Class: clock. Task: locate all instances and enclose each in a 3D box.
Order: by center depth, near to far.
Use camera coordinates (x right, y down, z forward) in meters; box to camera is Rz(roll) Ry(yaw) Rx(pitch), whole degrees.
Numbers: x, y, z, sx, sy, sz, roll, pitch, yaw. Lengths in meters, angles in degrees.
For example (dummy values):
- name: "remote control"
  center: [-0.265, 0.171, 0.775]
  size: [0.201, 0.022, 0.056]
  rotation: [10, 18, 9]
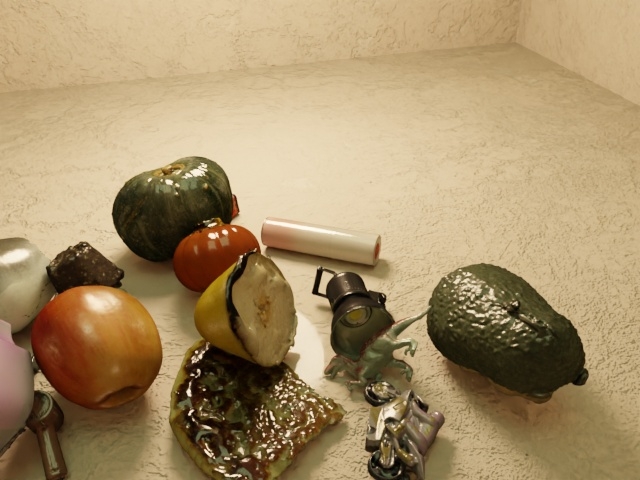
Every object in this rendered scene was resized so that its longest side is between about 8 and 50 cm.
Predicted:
- name: "clock"
  center: [-0.683, 0.296, 1.003]
  size: [0.339, 0.102, 0.338]
  rotation: [-11, 58, 19]

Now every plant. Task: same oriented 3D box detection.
- name: "plant"
  center: [-0.556, 0.107, 1.338]
  size: [0.132, 0.194, 0.129]
  rotation: [-17, 26, 25]

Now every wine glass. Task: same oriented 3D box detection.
- name: "wine glass"
  center: [-0.783, 0.141, 1.262]
  size: [0.238, 0.237, 0.323]
  rotation: [17, 36, 25]

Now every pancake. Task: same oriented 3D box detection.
- name: "pancake"
  center: [-0.156, 0.319, 1.122]
  size: [0.305, 0.066, 0.427]
  rotation: [-16, 35, -32]

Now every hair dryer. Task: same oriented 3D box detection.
- name: "hair dryer"
  center: [-0.504, 0.377, 1.028]
  size: [0.064, 0.117, 0.181]
  rotation: [-17, 61, -22]

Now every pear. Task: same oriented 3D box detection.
- name: "pear"
  center: [-0.179, 0.157, 1.174]
  size: [0.178, 0.266, 0.267]
  rotation: [-15, 30, 22]

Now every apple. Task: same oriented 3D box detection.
- name: "apple"
  center: [-0.445, 0.224, 1.113]
  size: [0.242, 0.242, 0.241]
  rotation: [-25, 56, -29]

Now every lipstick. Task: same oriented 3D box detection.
- name: "lipstick"
  center: [0.000, 0.000, 1.536]
  size: [0.327, 0.087, 0.087]
  rotation: [10, 36, 17]

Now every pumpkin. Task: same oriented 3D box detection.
- name: "pumpkin"
  center: [-0.405, -0.089, 1.539]
  size: [0.328, 0.257, 0.291]
  rotation: [-13, 25, -2]

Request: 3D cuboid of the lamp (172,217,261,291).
- name: "lamp"
  center: [-0.260, 0.044, 1.393]
  size: [0.223, 0.196, 0.223]
  rotation: [-17, -2, -1]

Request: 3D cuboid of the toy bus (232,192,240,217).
- name: "toy bus"
  center: [-0.345, -0.114, 1.738]
  size: [0.174, 0.079, 0.077]
  rotation: [12, 47, 20]

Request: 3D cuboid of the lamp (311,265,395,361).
- name: "lamp"
  center: [0.082, 0.154, 1.285]
  size: [0.172, 0.147, 0.227]
  rotation: [5, 25, -12]

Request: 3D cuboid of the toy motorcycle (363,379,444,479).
- name: "toy motorcycle"
  center: [0.158, 0.351, 1.031]
  size: [0.153, 0.073, 0.225]
  rotation: [2, 34, 1]

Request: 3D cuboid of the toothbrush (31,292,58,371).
- name: "toothbrush"
  center: [-0.655, 0.202, 1.333]
  size: [0.031, 0.030, 0.297]
  rotation: [-14, 35, 1]

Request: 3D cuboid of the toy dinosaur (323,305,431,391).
- name: "toy dinosaur"
  center: [0.133, 0.219, 1.164]
  size: [0.167, 0.053, 0.242]
  rotation: [28, 84, 29]

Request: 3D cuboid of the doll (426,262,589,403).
- name: "doll"
  center: [0.371, 0.187, 1.122]
  size: [0.248, 0.247, 0.349]
  rotation: [-15, 16, -18]
